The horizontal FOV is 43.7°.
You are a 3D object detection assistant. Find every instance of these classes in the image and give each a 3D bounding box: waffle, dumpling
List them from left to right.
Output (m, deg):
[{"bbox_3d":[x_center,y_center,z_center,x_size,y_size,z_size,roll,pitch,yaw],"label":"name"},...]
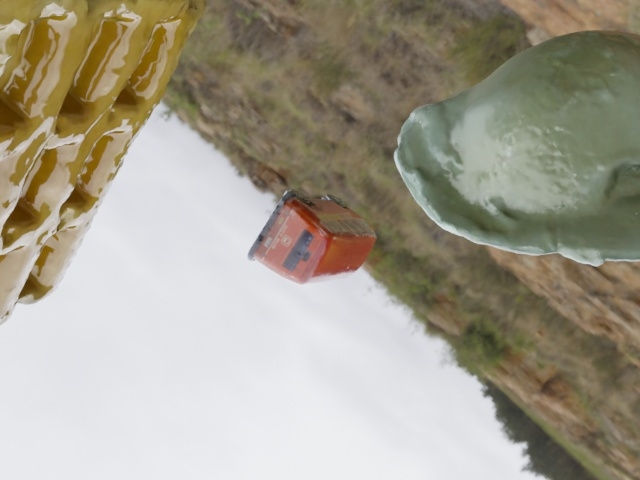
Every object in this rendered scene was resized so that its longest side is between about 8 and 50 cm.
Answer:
[{"bbox_3d":[-0.160,-0.036,0.362,0.055,0.221,0.248,33,-161,4],"label":"waffle"},{"bbox_3d":[0.252,-0.106,0.815,0.212,0.320,0.270,56,-165,-17],"label":"dumpling"}]

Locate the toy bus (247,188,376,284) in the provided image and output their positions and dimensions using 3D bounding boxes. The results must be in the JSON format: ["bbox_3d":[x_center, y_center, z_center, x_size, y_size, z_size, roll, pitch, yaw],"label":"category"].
[{"bbox_3d":[0.000,0.000,0.810,0.077,0.079,0.174,35,-168,18],"label":"toy bus"}]
